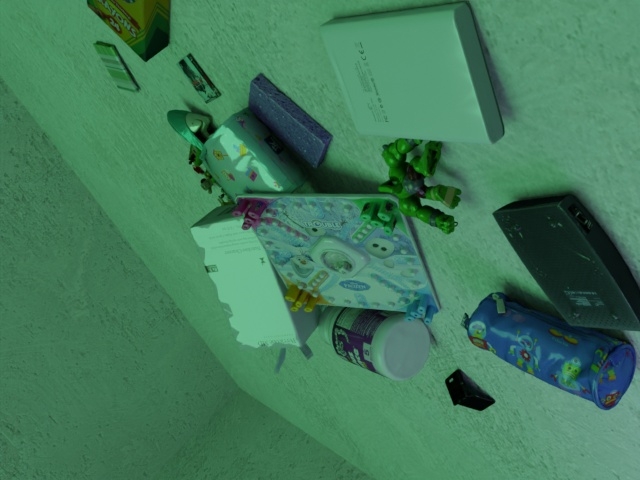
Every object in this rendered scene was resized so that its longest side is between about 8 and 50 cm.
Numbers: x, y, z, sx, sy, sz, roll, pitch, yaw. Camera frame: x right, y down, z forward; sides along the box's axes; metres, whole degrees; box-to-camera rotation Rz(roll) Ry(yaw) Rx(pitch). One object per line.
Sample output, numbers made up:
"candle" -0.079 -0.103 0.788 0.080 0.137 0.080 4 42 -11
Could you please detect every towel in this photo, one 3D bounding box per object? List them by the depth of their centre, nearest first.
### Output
"towel" -0.576 -0.491 2.114 0.113 0.023 0.152 22 146 42

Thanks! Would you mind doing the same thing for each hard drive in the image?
"hard drive" 0.132 -0.252 1.156 0.307 0.040 0.203 15 134 53
"hard drive" 0.402 0.035 1.190 0.255 0.054 0.172 52 158 -15

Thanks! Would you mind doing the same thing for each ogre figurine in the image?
"ogre figurine" 0.168 -0.109 1.309 0.118 0.097 0.197 4 139 51

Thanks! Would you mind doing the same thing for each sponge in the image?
"sponge" -0.068 -0.250 1.582 0.210 0.031 0.117 42 159 9

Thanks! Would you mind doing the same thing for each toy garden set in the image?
"toy garden set" -0.305 -0.155 2.170 0.244 0.049 0.204 45 159 2

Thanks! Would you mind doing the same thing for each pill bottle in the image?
"pill bottle" 0.127 0.246 1.930 0.301 0.169 0.169 12 141 56

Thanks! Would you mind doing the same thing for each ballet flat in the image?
"ballet flat" -0.288 -0.269 1.918 0.247 0.083 0.087 45 135 3

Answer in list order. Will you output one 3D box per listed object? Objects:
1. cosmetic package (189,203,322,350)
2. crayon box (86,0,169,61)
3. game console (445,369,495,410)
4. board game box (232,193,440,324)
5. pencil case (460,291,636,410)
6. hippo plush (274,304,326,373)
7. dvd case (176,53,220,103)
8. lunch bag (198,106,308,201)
"cosmetic package" -0.165 0.093 1.990 0.217 0.156 0.385 -10 109 30
"crayon box" -0.425 -0.557 1.625 0.202 0.081 0.318 44 158 5
"game console" 0.383 0.388 1.924 0.122 0.071 0.107 106 148 -65
"board game box" 0.037 0.048 1.674 0.389 0.050 0.390 3 140 29
"pencil case" 0.412 0.188 1.363 0.306 0.119 0.133 24 140 44
"hippo plush" -0.086 0.195 2.263 0.294 0.234 0.236 64 -173 -6
"dvd case" -0.292 -0.384 1.781 0.119 0.013 0.087 52 158 -18
"lunch bag" -0.151 -0.175 1.702 0.223 0.160 0.262 49 164 -6
